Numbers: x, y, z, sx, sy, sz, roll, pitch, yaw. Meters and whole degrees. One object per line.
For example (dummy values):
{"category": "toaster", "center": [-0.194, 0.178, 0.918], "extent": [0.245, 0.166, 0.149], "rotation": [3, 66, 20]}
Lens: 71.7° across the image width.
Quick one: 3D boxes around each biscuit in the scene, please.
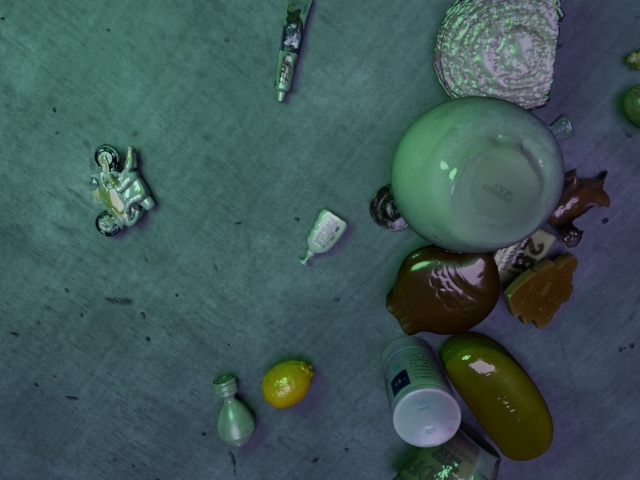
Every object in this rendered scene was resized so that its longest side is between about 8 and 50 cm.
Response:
{"category": "biscuit", "center": [0.528, 0.125, 1.082], "extent": [0.238, 0.041, 0.212], "rotation": [3, 115, -28]}

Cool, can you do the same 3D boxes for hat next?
{"category": "hat", "center": [0.177, -0.075, 1.077], "extent": [0.121, 0.050, 0.121], "rotation": [0, 107, -1]}

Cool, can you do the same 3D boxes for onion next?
{"category": "onion", "center": [0.381, -0.413, 0.965], "extent": [0.247, 0.111, 0.250], "rotation": [8, 117, 23]}

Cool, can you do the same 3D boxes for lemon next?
{"category": "lemon", "center": [-0.085, 0.376, 1.168], "extent": [0.155, 0.114, 0.114], "rotation": [-31, 102, -3]}

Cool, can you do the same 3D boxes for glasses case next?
{"category": "glasses case", "center": [0.469, 0.404, 1.146], "extent": [0.173, 0.141, 0.371], "rotation": [-35, 101, 9]}

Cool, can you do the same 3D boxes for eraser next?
{"category": "eraser", "center": [0.482, 0.037, 1.094], "extent": [0.117, 0.058, 0.172], "rotation": [25, 104, -4]}

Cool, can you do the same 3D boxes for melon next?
{"category": "melon", "center": [0.737, -0.294, 0.983], "extent": [0.130, 0.098, 0.098], "rotation": [28, 103, -3]}

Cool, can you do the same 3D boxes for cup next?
{"category": "cup", "center": [0.347, 0.632, 1.134], "extent": [0.227, 0.301, 0.257], "rotation": [31, 94, -11]}

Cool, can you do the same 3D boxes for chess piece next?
{"category": "chess piece", "center": [0.767, -0.395, 0.980], "extent": [0.172, 0.060, 0.060], "rotation": [6, 104, 2]}

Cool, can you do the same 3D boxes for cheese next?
{"category": "cheese", "center": [0.528, -0.243, 1.037], "extent": [0.120, 0.026, 0.067], "rotation": [-25, 103, 7]}

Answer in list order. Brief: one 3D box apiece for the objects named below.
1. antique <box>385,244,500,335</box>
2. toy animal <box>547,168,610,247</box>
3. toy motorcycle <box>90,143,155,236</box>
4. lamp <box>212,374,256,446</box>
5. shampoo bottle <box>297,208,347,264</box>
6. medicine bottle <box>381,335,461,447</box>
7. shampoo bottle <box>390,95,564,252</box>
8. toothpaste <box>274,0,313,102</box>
{"category": "antique", "center": [0.295, 0.112, 1.068], "extent": [0.278, 0.129, 0.223], "rotation": [-40, 95, 21]}
{"category": "toy animal", "center": [0.614, -0.087, 1.047], "extent": [0.188, 0.089, 0.179], "rotation": [-27, 100, -5]}
{"category": "toy motorcycle", "center": [-0.477, -0.116, 1.073], "extent": [0.151, 0.074, 0.229], "rotation": [6, 103, -3]}
{"category": "lamp", "center": [-0.237, 0.464, 1.205], "extent": [0.106, 0.106, 0.193], "rotation": [-12, 95, 4]}
{"category": "shampoo bottle", "center": [0.000, 0.000, 1.103], "extent": [0.077, 0.045, 0.152], "rotation": [32, 101, -8]}
{"category": "medicine bottle", "center": [0.234, 0.354, 1.080], "extent": [0.152, 0.254, 0.152], "rotation": [0, 104, 1]}
{"category": "shampoo bottle", "center": [0.314, -0.133, 0.916], "extent": [0.322, 0.317, 0.323], "rotation": [-1, 99, -6]}
{"category": "toothpaste", "center": [-0.069, -0.430, 1.000], "extent": [0.060, 0.038, 0.233], "rotation": [12, 102, -4]}
